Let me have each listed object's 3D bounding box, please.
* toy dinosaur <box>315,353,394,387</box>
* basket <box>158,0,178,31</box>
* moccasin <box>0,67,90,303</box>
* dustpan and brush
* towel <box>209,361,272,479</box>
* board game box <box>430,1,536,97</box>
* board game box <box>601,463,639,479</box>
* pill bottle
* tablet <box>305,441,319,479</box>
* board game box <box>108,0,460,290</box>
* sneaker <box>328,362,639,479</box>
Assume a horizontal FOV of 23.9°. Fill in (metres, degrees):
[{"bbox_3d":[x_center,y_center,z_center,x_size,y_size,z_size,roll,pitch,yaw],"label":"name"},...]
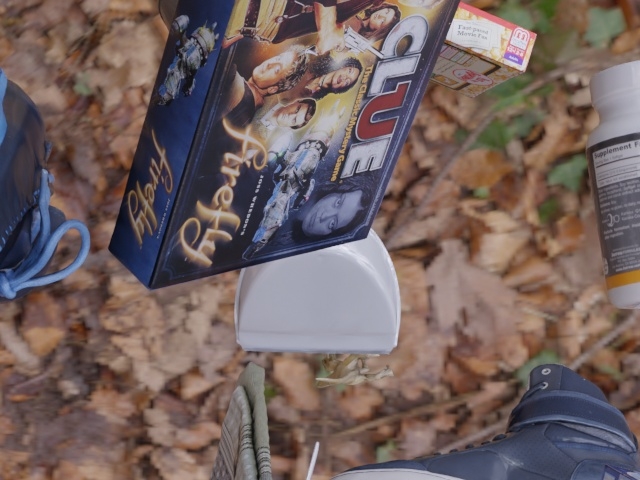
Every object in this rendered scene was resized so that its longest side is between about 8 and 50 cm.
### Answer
[{"bbox_3d":[0.037,0.159,1.829,0.092,0.183,0.053,-23,95,2],"label":"toy dinosaur"},{"bbox_3d":[-0.094,-0.226,1.960,0.204,0.154,0.227,15,42,-36],"label":"basket"},{"bbox_3d":[-0.204,-0.017,0.942,0.138,0.342,0.117,-28,110,12],"label":"moccasin"},{"bbox_3d":[0.000,0.000,1.302,0.147,0.211,0.060,1,39,-1],"label":"dustpan and brush"},{"bbox_3d":[-0.113,0.354,1.775,0.056,0.324,0.312,8,124,-10],"label":"towel"},{"bbox_3d":[0.099,-0.209,1.525,0.193,0.147,0.045,21,80,-13],"label":"board game box"},{"bbox_3d":[0.251,0.160,0.745,0.201,0.136,0.035,14,90,-10],"label":"board game box"},{"bbox_3d":[0.402,-0.066,1.787,0.162,0.162,0.278,-2,80,-28],"label":"pill bottle"},{"bbox_3d":[-0.015,0.281,1.768,0.006,0.054,0.083,14,66,3],"label":"tablet"},{"bbox_3d":[-0.006,-0.096,0.782,0.165,0.042,0.243,-14,135,-42],"label":"board game box"},{"bbox_3d":[0.114,0.156,1.053,0.226,0.163,0.086,4,121,1],"label":"sneaker"}]
